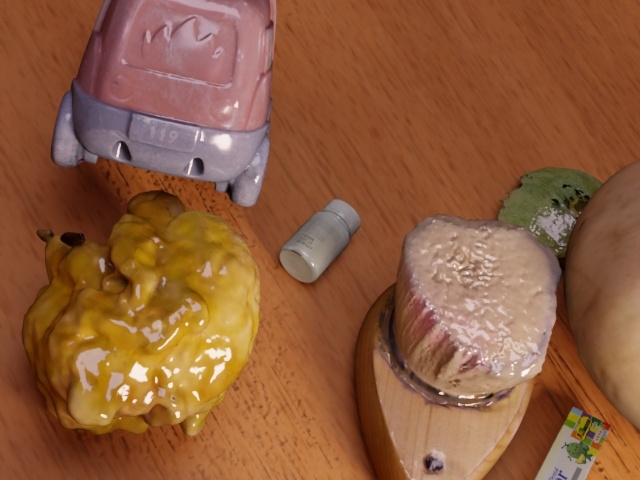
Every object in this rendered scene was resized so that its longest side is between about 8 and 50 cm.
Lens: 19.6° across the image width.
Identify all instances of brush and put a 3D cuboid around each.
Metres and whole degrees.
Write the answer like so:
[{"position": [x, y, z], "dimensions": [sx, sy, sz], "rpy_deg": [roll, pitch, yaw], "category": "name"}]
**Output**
[{"position": [0.124, 0.124, 1.716], "dimensions": [0.174, 0.166, 0.266], "rpy_deg": [14, 60, -6], "category": "brush"}]

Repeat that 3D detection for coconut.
[{"position": [0.253, -0.027, 1.904], "dimensions": [0.158, 0.055, 0.133], "rpy_deg": [-12, 65, -23], "category": "coconut"}]

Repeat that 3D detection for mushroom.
[{"position": [0.392, 0.074, 1.717], "dimensions": [0.325, 0.353, 0.353], "rpy_deg": [-17, 65, -18], "category": "mushroom"}]

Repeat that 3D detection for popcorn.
[{"position": [-0.152, 0.067, 1.658], "dimensions": [0.191, 0.190, 0.253], "rpy_deg": [29, 53, -34], "category": "popcorn"}]

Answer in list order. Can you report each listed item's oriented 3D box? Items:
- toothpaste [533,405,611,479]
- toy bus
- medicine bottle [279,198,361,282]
[{"position": [0.226, 0.226, 1.739], "dimensions": [0.046, 0.034, 0.164], "rpy_deg": [27, 45, 10], "category": "toothpaste"}, {"position": [-0.129, -0.175, 1.739], "dimensions": [0.197, 0.231, 0.294], "rpy_deg": [12, 13, -3], "category": "toy bus"}, {"position": [0.000, 0.000, 1.825], "dimensions": [0.047, 0.047, 0.083], "rpy_deg": [37, 57, 9], "category": "medicine bottle"}]
